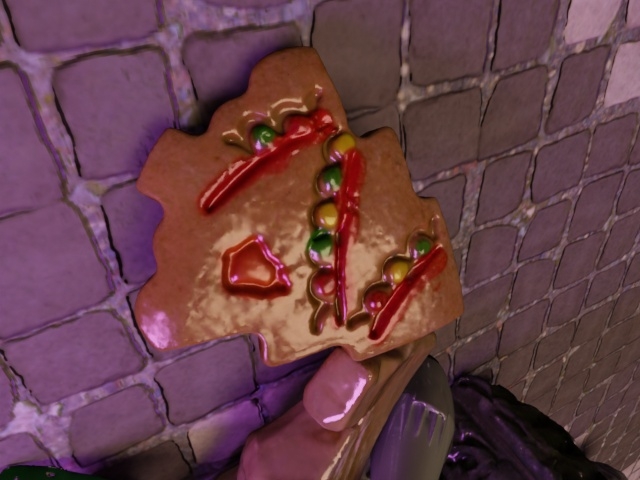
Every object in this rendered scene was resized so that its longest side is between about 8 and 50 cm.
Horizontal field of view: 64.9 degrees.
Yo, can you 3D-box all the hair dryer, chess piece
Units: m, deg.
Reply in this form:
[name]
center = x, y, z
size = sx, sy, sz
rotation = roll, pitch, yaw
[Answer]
[hair dryer]
center = 0.054, 0.268, 0.512
size = 0.092, 0.229, 0.267
rotation = 25, 109, 1
[chess piece]
center = -0.008, 0.190, 0.450
size = 0.137, 0.137, 0.301
rotation = 18, 111, -39

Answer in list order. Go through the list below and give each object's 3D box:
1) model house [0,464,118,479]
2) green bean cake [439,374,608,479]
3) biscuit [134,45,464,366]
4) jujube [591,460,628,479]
[model house]
center = -0.193, 0.261, 0.407
size = 0.166, 0.117, 0.088
rotation = 17, 136, -20
[green bean cake]
center = 0.208, 0.326, 0.618
size = 0.132, 0.241, 0.255
rotation = 26, 104, -36
[biscuit]
center = 0.000, 0.000, 0.332
size = 0.238, 0.041, 0.212
rotation = 27, 86, -14
[jujube]
center = 0.529, 0.560, 1.009
size = 0.316, 0.226, 0.226
rotation = 20, 108, -45
